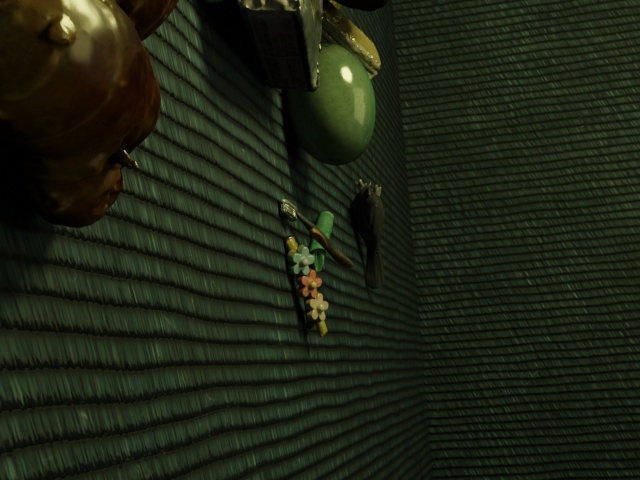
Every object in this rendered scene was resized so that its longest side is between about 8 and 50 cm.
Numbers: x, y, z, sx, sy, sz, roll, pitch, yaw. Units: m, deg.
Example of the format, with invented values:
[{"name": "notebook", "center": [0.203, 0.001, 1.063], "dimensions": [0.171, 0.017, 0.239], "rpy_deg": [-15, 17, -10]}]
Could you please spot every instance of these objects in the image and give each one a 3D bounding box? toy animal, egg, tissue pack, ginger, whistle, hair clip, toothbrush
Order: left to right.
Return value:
[{"name": "ginger", "center": [-0.195, -0.176, 0.793], "dimensions": [0.274, 0.153, 0.357], "rpy_deg": [71, 20, -48]}, {"name": "tissue pack", "center": [-0.060, -0.413, 1.497], "dimensions": [0.361, 0.122, 0.259], "rpy_deg": [80, 10, -79]}, {"name": "hair clip", "center": [-0.022, 0.088, 1.709], "dimensions": [0.062, 0.056, 0.213], "rpy_deg": [-39, 130, -36]}, {"name": "toothbrush", "center": [-0.003, -0.007, 1.785], "dimensions": [0.321, 0.023, 0.031], "rpy_deg": [40, 42, -58]}, {"name": "whistle", "center": [0.000, 0.000, 1.882], "dimensions": [0.186, 0.039, 0.039], "rpy_deg": [-76, 157, -58]}, {"name": "egg", "center": [0.021, -0.261, 1.791], "dimensions": [0.169, 0.169, 0.236], "rpy_deg": [-32, 115, -77]}, {"name": "toy animal", "center": [0.125, -0.064, 2.409], "dimensions": [0.367, 0.081, 0.205], "rpy_deg": [82, 5, -48]}]

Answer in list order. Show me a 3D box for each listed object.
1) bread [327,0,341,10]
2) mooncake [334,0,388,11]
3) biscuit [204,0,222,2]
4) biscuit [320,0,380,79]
[{"name": "bread", "center": [-0.008, -0.568, 1.973], "dimensions": [0.213, 0.105, 0.213], "rpy_deg": [-4, 90, -75]}, {"name": "mooncake", "center": [0.038, -0.557, 1.745], "dimensions": [0.141, 0.283, 0.283], "rpy_deg": [-59, 163, -3]}, {"name": "biscuit", "center": [-0.159, -0.472, 1.351], "dimensions": [0.147, 0.046, 0.250], "rpy_deg": [73, 16, -51]}, {"name": "biscuit", "center": [0.024, -0.417, 1.852], "dimensions": [0.239, 0.062, 0.108], "rpy_deg": [36, 25, -29]}]
